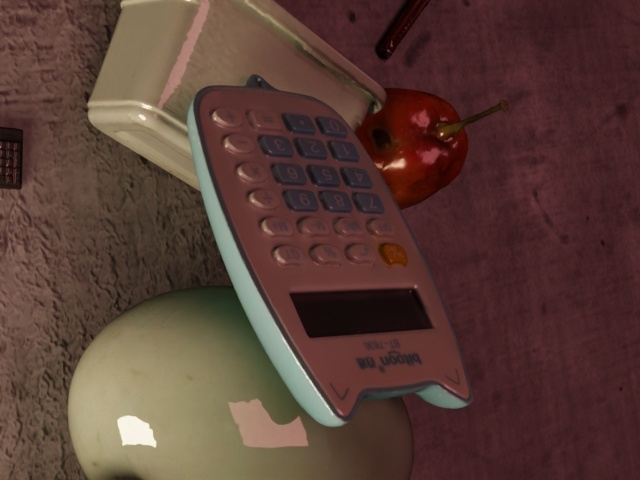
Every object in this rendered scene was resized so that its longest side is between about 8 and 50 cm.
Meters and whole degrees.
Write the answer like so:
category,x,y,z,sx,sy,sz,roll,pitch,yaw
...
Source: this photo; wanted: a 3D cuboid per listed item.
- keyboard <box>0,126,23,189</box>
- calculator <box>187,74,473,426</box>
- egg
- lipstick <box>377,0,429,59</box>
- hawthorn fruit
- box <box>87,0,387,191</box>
category,x,y,z,sx,sy,sz,roll,pitch,yaw
keyboard,-0.370,-0.086,1.216,0.198,0.010,0.064,3,85,-45
calculator,0.000,0.000,1.246,0.256,0.054,0.386,0,61,-46
egg,-0.072,0.190,1.290,0.388,0.276,0.276,21,71,-38
lipstick,0.121,-0.307,1.724,0.027,0.027,0.176,52,54,-27
hawthorn fruit,0.135,-0.132,1.533,0.165,0.285,0.165,17,64,-38
box,-0.099,-0.150,1.392,0.311,0.175,0.183,33,71,-38
